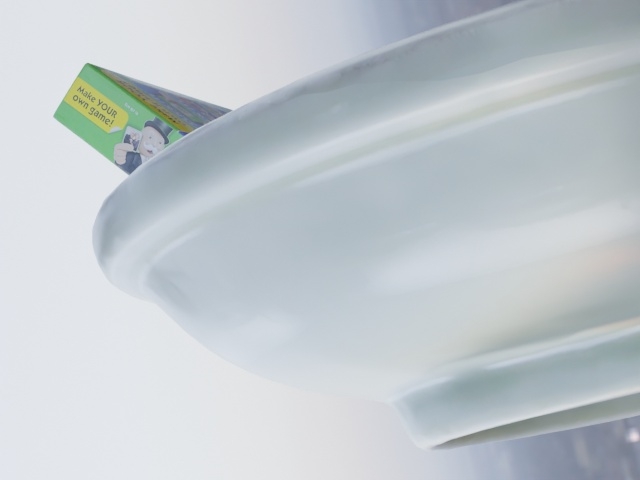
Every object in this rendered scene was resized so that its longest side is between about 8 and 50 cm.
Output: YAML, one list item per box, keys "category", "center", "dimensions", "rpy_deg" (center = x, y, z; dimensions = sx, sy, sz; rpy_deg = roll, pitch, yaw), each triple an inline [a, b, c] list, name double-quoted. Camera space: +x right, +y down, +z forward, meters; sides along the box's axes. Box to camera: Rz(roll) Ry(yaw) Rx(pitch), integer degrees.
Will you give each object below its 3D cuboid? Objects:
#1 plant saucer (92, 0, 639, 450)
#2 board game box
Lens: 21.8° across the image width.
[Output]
- category: "plant saucer"
  center: [0.126, 0.004, 0.581]
  dimensions: [0.400, 0.400, 0.101]
  rpy_deg: [54, -157, -79]
- category: "board game box"
  center: [0.000, 0.000, 1.087]
  dimensions: [0.317, 0.046, 0.213]
  rpy_deg: [37, -171, 21]
